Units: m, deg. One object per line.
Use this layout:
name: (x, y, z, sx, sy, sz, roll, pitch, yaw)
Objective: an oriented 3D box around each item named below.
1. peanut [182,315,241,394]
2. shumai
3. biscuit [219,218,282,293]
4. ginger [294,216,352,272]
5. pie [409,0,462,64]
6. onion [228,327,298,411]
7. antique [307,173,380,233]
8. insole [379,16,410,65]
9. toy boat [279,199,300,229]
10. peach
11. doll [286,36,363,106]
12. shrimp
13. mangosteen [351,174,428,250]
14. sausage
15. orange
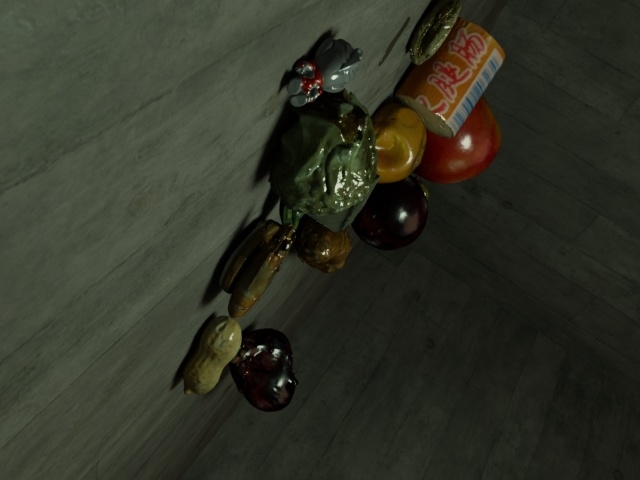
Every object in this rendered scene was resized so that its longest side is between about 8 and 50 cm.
peanut: (-0.272, 0.292, 1.542, 0.117, 0.101, 0.263, -3, 130, -55)
shumai: (0.027, -0.176, 1.150, 0.255, 0.189, 0.218, -58, 175, -22)
biscuit: (-0.156, 0.031, 1.370, 0.181, 0.049, 0.208, -60, 169, 30)
ginger: (0.000, 0.000, 1.834, 0.165, 0.172, 0.321, -19, 168, 7)
pie: (0.299, -0.555, 1.635, 0.193, 0.079, 0.163, -58, 180, 13)
onion: (-0.184, 0.422, 2.008, 0.221, 0.280, 0.281, -23, -179, 16)
antique: (0.045, -0.126, 1.576, 0.146, 0.148, 0.152, -60, 172, 28)
insole: (0.179, -0.478, 1.490, 0.135, 0.002, 0.045, -57, 172, 2)
toy boat: (-0.056, -0.107, 1.331, 0.104, 0.052, 0.210, -64, 168, -57)
peach: (0.475, -0.394, 2.330, 0.388, 0.388, 0.388, -54, 172, -12)
doll: (0.009, -0.284, 1.037, 0.180, 0.079, 0.094, -41, 128, -33)
shrimp: (-0.116, 0.061, 1.335, 0.287, 0.063, 0.152, -54, 174, 29)
mangosteen: (0.264, -0.129, 2.261, 0.347, 0.307, 0.306, -37, 161, -41)
sausage: (0.386, -0.486, 1.868, 0.287, 0.233, 0.233, -56, 172, 4)
orange: (0.220, -0.281, 1.861, 0.249, 0.183, 0.249, -53, 170, -14)
